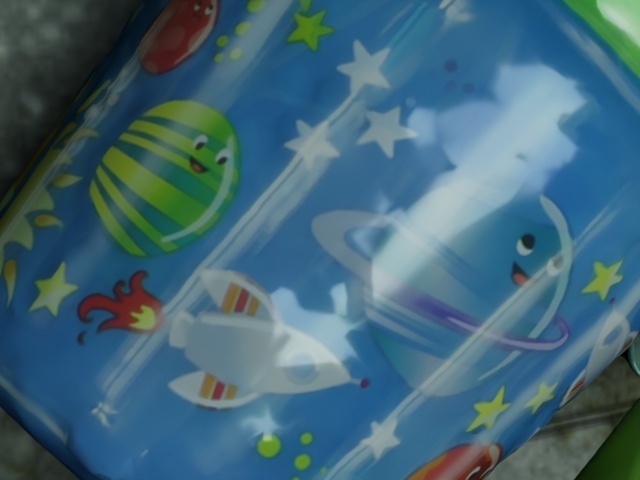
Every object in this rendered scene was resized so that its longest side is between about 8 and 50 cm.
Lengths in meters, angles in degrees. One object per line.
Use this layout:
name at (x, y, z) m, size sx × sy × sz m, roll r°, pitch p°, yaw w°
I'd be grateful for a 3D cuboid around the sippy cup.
sippy cup at (0.000, 0.000, 0.537) m, size 0.305 × 0.240 × 0.224 m, roll 40°, pitch 79°, yaw 12°

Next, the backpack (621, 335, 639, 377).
backpack at (0.219, -0.013, 0.674) m, size 0.188 × 0.144 × 0.166 m, roll 3°, pitch 98°, yaw -18°
